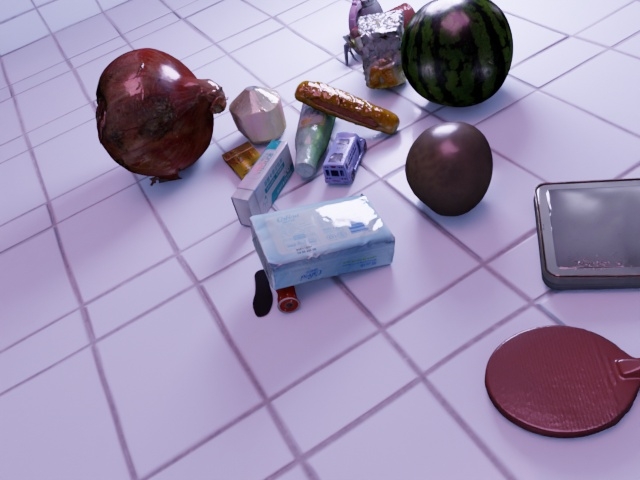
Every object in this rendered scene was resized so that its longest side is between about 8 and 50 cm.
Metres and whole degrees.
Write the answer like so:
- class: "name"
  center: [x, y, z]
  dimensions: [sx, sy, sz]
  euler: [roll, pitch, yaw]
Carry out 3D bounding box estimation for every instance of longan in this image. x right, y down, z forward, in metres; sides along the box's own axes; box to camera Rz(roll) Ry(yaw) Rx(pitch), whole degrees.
- class: "longan"
  center: [0.273, -0.156, 1.250]
  dimensions: [0.198, 0.198, 0.212]
  euler: [-8, 45, 11]

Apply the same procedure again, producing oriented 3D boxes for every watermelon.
- class: "watermelon"
  center: [0.347, -0.487, 1.501]
  dimensions: [0.286, 0.285, 0.285]
  euler: [-10, 44, 9]

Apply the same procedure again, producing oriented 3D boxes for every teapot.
- class: "teapot"
  center: [0.138, -0.738, 1.913]
  dimensions: [0.148, 0.146, 0.116]
  euler: [-28, 44, -10]

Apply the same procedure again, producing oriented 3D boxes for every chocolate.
- class: "chocolate"
  center: [-0.019, -0.280, 1.540]
  dimensions: [0.110, 0.110, 0.291]
  euler: [-3, 47, 16]

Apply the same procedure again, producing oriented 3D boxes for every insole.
- class: "insole"
  center: [-0.124, 0.110, 1.244]
  dimensions: [0.045, 0.002, 0.135]
  euler: [-14, 43, 3]

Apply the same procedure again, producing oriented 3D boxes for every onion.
- class: "onion"
  center: [-0.443, -0.329, 1.573]
  dimensions: [0.354, 0.353, 0.353]
  euler: [-10, 44, 9]

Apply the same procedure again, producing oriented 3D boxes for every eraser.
- class: "eraser"
  center: [-0.136, -0.143, 1.438]
  dimensions: [0.052, 0.095, 0.225]
  euler: [11, 50, 23]

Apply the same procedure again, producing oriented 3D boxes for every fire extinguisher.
- class: "fire extinguisher"
  center: [0.177, -0.650, 1.849]
  dimensions: [0.269, 0.104, 0.105]
  euler: [-31, 44, -17]

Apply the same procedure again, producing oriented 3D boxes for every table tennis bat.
- class: "table tennis bat"
  center: [0.420, 0.213, 0.928]
  dimensions: [0.311, 0.038, 0.200]
  euler: [-8, 44, 12]

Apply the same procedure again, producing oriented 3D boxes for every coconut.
- class: "coconut"
  center: [-0.173, -0.357, 1.627]
  dimensions: [0.147, 0.152, 0.147]
  euler: [-8, 46, 9]

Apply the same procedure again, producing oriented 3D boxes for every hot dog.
- class: "hot dog"
  center: [0.072, -0.350, 1.523]
  dimensions: [0.286, 0.061, 0.087]
  euler: [18, 40, -4]

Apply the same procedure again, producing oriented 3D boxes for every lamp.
- class: "lamp"
  center: [0.554, -0.019, 1.112]
  dimensions: [0.267, 0.047, 0.269]
  euler: [-3, 45, 17]

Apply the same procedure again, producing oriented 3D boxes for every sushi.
- class: "sushi"
  center: [0.183, -0.561, 1.689]
  dimensions: [0.140, 0.184, 0.274]
  euler: [-7, 43, 11]

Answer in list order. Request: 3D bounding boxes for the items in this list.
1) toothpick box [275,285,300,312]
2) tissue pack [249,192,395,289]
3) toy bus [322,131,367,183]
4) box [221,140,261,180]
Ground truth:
- class: "toothpick box"
  center: [-0.070, 0.104, 1.200]
  dimensions: [0.047, 0.047, 0.083]
  euler: [-17, 42, 2]
- class: "tissue pack"
  center: [0.000, 0.000, 1.222]
  dimensions: [0.264, 0.089, 0.177]
  euler: [-14, 41, -14]
- class: "toy bus"
  center: [0.061, -0.215, 1.458]
  dimensions: [0.073, 0.076, 0.167]
  euler: [3, 48, 22]
- class: "box"
  center: [-0.201, -0.212, 1.583]
  dimensions: [0.089, 0.022, 0.156]
  euler: [-28, 44, -11]
